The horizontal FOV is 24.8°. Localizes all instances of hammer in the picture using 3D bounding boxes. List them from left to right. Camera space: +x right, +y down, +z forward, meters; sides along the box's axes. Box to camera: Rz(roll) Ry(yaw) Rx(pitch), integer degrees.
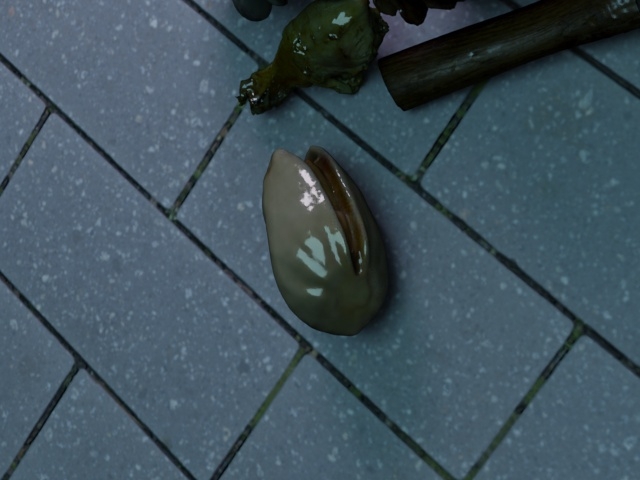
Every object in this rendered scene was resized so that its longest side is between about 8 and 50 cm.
[{"bbox_3d":[0.232,-0.217,1.490,0.408,0.095,0.243,-17,77,31],"label":"hammer"}]

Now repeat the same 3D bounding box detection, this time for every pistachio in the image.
[{"bbox_3d":[0.000,0.000,1.589,0.152,0.126,0.223,-45,58,60],"label":"pistachio"}]

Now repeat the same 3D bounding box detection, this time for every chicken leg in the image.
[{"bbox_3d":[-0.007,-0.201,1.632,0.227,0.103,0.088,-40,60,44],"label":"chicken leg"}]

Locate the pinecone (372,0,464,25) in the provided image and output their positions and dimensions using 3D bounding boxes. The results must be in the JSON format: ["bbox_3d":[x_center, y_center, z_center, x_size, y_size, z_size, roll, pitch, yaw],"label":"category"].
[{"bbox_3d":[0.111,-0.335,1.439,0.272,0.224,0.224,-12,79,35],"label":"pinecone"}]

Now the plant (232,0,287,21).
[{"bbox_3d":[-0.085,-0.325,1.598,0.274,0.146,0.149,-137,54,-58],"label":"plant"}]
